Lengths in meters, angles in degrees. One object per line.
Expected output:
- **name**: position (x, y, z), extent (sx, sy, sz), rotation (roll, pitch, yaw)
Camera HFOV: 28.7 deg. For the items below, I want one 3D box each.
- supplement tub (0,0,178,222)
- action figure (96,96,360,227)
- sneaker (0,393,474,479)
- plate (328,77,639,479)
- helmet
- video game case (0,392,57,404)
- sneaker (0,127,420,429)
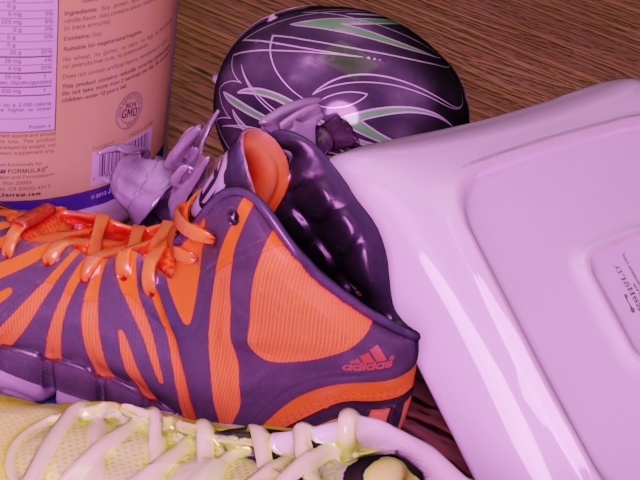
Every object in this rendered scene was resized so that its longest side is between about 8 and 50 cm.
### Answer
- **supplement tub**: position (-0.211, -0.187, 0.819), extent (0.241, 0.331, 0.241), rotation (6, 32, -4)
- **action figure**: position (0.000, 0.000, 0.753), extent (0.285, 0.185, 0.099), rotation (21, 67, -7)
- **sneaker**: position (-0.034, 0.121, 0.529), extent (0.385, 0.147, 0.145), rotation (16, 33, 0)
- **plate**: position (0.170, 0.038, 0.699), extent (0.278, 0.045, 0.277), rotation (-18, 75, -37)
- **helmet**: position (0.013, -0.087, 0.880), extent (0.169, 0.169, 0.161), rotation (29, 21, 28)
- **video game case**: position (-0.256, 0.125, 0.607), extent (0.285, 0.025, 0.204), rotation (8, 32, -1)
- **sneaker**: position (-0.092, 0.003, 0.645), extent (0.321, 0.180, 0.124), rotation (25, 31, 3)
